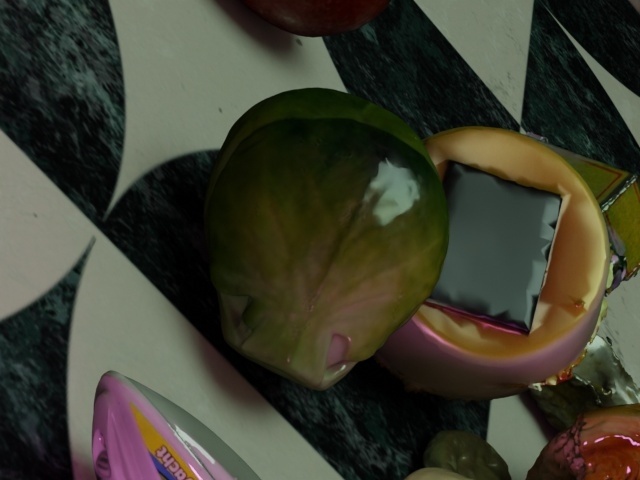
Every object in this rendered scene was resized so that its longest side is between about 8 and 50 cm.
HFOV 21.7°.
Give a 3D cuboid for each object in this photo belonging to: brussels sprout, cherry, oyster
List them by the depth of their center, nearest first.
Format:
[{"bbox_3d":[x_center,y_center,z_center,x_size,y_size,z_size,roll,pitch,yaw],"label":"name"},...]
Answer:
[{"bbox_3d":[0.000,0.000,1.473,0.219,0.210,0.271,19,70,-8],"label":"brussels sprout"},{"bbox_3d":[-0.021,-0.350,1.852,0.239,0.206,0.239,38,42,-44],"label":"cherry"},{"bbox_3d":[0.338,0.207,1.934,0.341,0.110,0.166,42,16,-19],"label":"oyster"}]

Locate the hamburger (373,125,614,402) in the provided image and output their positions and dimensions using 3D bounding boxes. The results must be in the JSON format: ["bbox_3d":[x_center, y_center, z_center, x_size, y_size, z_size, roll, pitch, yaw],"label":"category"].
[{"bbox_3d":[0.154,0.027,1.677,0.294,0.179,0.276,16,66,-7],"label":"hamburger"}]

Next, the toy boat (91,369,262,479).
[{"bbox_3d":[-0.087,0.217,1.179,0.269,0.140,0.141,46,27,-21],"label":"toy boat"}]

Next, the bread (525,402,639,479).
[{"bbox_3d":[0.339,0.266,1.734,0.344,0.195,0.149,39,32,-55],"label":"bread"}]

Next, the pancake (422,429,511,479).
[{"bbox_3d":[0.179,0.289,1.638,0.222,0.042,0.236,8,55,-63],"label":"pancake"}]

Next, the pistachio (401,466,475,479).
[{"bbox_3d":[0.119,0.272,1.434,0.229,0.157,0.157,30,34,-63],"label":"pistachio"}]

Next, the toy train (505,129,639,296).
[{"bbox_3d":[0.256,-0.019,1.897,0.261,0.177,0.134,27,-27,46],"label":"toy train"}]
